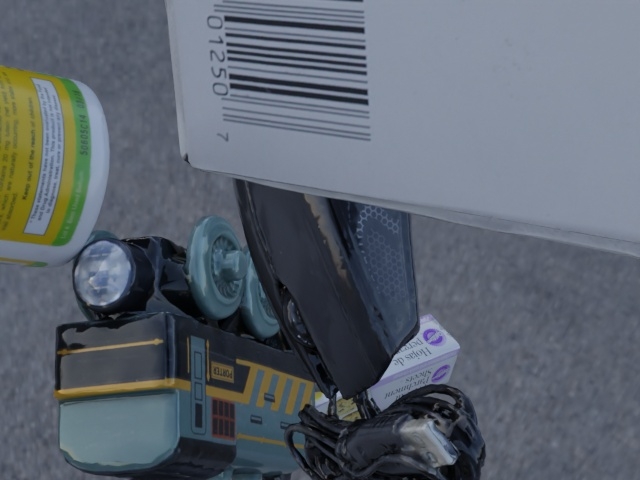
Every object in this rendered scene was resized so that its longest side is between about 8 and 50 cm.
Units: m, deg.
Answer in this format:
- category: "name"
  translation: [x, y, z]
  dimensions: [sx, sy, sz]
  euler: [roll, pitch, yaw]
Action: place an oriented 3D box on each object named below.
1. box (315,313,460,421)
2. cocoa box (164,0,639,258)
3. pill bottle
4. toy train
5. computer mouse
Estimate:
- category: "box"
  translation: [0.012, 0.168, 1.425]
  dimensions: [0.324, 0.067, 0.063]
  euler: [-17, 49, -33]
- category: "cocoa box"
  translation: [0.097, -0.198, 0.390]
  dimensions: [0.231, 0.347, 0.228]
  euler: [11, 26, 33]
- category: "pill bottle"
  translation: [-0.277, -0.060, 0.841]
  dimensions: [0.245, 0.136, 0.136]
  euler: [8, 46, -36]
- category: "toy train"
  translation: [-0.088, 0.098, 1.001]
  dimensions: [0.142, 0.334, 0.190]
  euler: [-6, 75, 21]
- category: "computer mouse"
  translation: [0.000, 0.000, 0.651]
  dimensions: [0.072, 0.188, 0.272]
  euler: [-3, 82, -22]
